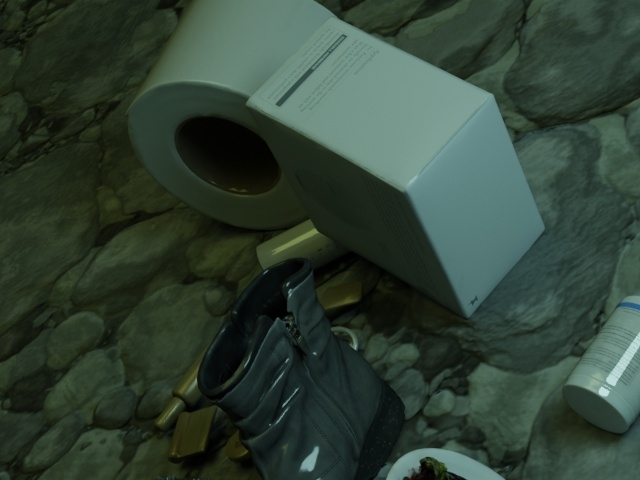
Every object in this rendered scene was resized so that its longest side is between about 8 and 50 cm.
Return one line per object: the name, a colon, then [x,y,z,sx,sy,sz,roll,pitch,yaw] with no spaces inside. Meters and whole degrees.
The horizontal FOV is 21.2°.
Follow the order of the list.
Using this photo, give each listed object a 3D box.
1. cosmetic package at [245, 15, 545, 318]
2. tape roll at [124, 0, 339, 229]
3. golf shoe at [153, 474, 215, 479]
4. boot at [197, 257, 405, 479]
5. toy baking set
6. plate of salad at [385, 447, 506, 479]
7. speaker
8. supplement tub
cosmetic package: [0.079,-0.073,1.711,0.225,0.224,0.138,33,72,37]
tape roll: [-0.078,-0.153,1.969,0.246,0.246,0.169,-6,44,36]
golf shoe: [-0.127,0.283,1.579,0.077,0.198,0.094,-1,58,-4]
boot: [-0.048,0.197,1.548,0.118,0.222,0.338,-12,42,30]
toy baking set: [-0.060,0.141,1.803,0.197,0.030,0.256,10,56,43]
plate of salad: [0.136,0.242,1.365,0.048,0.200,0.200,-48,26,32]
speaker: [0.000,0.000,1.886,0.136,0.055,0.055,-28,35,14]
supplement tub: [0.269,0.108,1.511,0.071,0.071,0.107,14,58,49]
